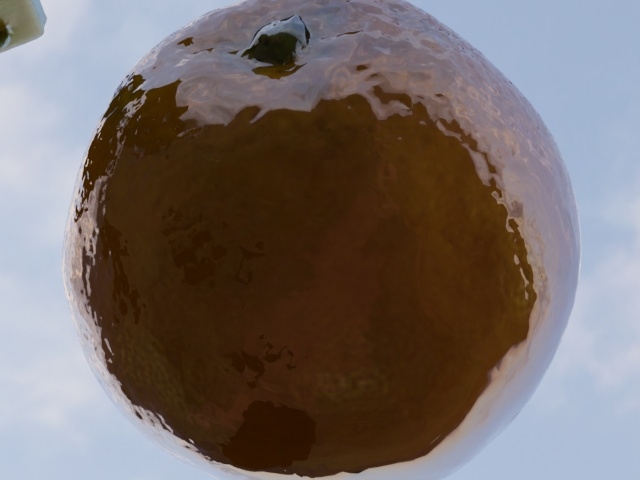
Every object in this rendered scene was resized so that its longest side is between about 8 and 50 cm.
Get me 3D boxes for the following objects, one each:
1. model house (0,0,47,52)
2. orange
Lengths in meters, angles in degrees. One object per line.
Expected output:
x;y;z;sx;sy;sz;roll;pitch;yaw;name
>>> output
-0.350;-0.116;1.186;0.323;0.340;0.300;3;-28;8;model house
0.000;0.000;1.073;0.312;0.312;0.312;3;-56;5;orange
